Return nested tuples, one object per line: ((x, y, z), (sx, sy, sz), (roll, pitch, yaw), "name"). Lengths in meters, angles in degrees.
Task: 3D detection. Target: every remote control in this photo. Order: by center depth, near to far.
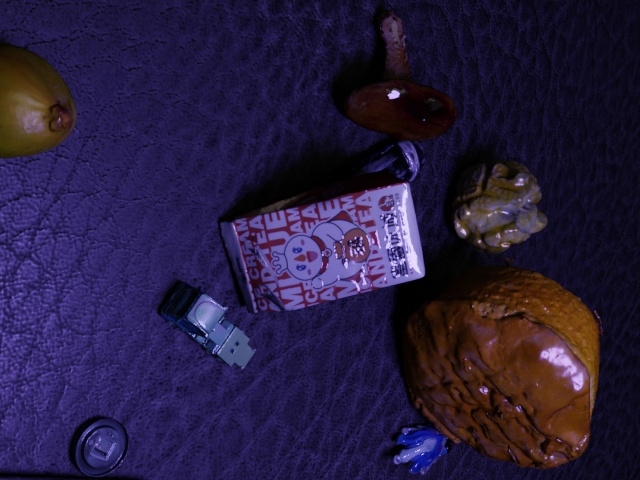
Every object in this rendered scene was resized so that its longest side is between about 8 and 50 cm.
((0.106, -0.113, 1.490), (0.266, 0.066, 0.090), (-33, 118, -35), "remote control")

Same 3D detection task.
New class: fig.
((-0.370, -0.165, 1.011), (0.153, 0.121, 0.136), (6, 98, -20), "fig")

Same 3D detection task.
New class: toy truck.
((-0.155, 0.138, 1.275), (0.175, 0.081, 0.067), (48, 66, -36), "toy truck")

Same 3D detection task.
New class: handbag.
((0.000, 0.000, 1.336), (0.298, 0.151, 0.171), (-13, 104, -4), "handbag")

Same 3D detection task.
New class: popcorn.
((0.350, -0.064, 1.657), (0.185, 0.167, 0.187), (-6, 104, -47), "popcorn")

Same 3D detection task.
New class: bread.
((0.334, 0.239, 1.560), (0.215, 0.398, 0.398), (-48, 125, -37), "bread")

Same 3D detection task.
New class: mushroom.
((0.142, -0.292, 1.472), (0.227, 0.148, 0.217), (16, 69, -44), "mushroom")

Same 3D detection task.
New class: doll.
((0.205, 0.400, 1.661), (0.195, 0.070, 0.096), (-14, 75, -44), "doll")

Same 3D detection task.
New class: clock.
((-0.311, 0.291, 1.195), (0.085, 0.017, 0.085), (-8, 102, -42), "clock")

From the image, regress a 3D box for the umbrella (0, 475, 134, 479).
((-0.353, 0.351, 1.128), (0.337, 0.073, 0.067), (18, 76, -42), "umbrella")
